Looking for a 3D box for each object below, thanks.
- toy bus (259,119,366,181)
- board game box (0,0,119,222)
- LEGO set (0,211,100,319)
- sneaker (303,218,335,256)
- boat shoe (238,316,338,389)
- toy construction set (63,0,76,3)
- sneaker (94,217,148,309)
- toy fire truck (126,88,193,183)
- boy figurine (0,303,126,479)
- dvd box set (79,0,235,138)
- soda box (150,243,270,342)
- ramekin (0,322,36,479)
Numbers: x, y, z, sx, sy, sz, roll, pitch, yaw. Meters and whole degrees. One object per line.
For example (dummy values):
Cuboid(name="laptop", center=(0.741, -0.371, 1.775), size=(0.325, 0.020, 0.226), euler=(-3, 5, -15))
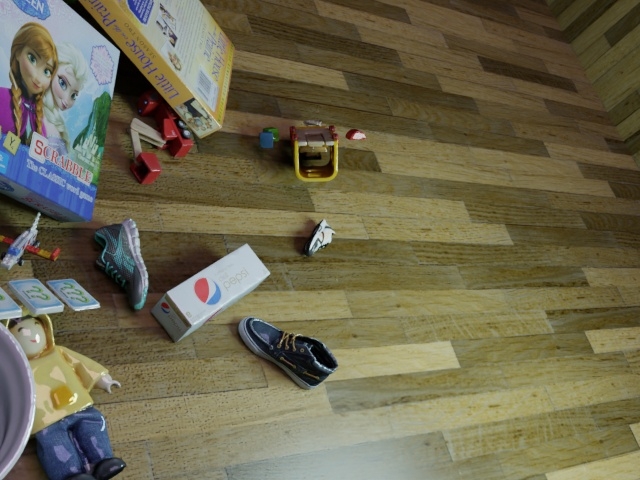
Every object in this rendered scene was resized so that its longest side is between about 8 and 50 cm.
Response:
Cuboid(name="toy bus", center=(-0.016, -0.186, 1.761), size=(0.202, 0.190, 0.105), euler=(-18, 115, -45))
Cuboid(name="board game box", center=(-0.443, -0.225, 1.267), size=(0.318, 0.065, 0.318), euler=(39, 53, -65))
Cuboid(name="LEGO set", center=(-0.457, 0.025, 1.211), size=(0.244, 0.060, 0.182), euler=(35, 22, 32))
Cuboid(name="sneaker", center=(0.000, 0.000, 1.681), size=(0.043, 0.040, 0.109), euler=(42, 42, -9))
Cuboid(name="boat shoe", center=(-0.054, 0.184, 1.460), size=(0.183, 0.083, 0.065), euler=(39, 42, -9))
Cuboid(name="toy construction set", center=(-0.532, -0.444, 1.476), size=(0.237, 0.257, 0.309), euler=(19, 68, -44))
Cuboid(name="sneaker", center=(-0.333, 0.043, 1.368), size=(0.076, 0.065, 0.167), euler=(-7, 60, -24))
Cuboid(name="toy fire truck", center=(-0.317, -0.202, 1.567), size=(0.135, 0.047, 0.192), euler=(-11, 67, -44))
Cuboid(name="boy figurine", center=(-0.373, 0.216, 1.167), size=(0.177, 0.092, 0.285), euler=(-17, 73, -36))
Cuboid(name="dvd box set", center=(-0.320, -0.440, 1.590), size=(0.420, 0.062, 0.308), euler=(50, 28, -37))
Cuboid(name="soda box", center=(-0.188, 0.089, 1.435), size=(0.074, 0.069, 0.216), euler=(51, 42, 4))
Cuboid(name="ramekin", center=(-0.497, 0.216, 0.999), size=(0.277, 0.135, 0.277), euler=(12, 57, -19))
